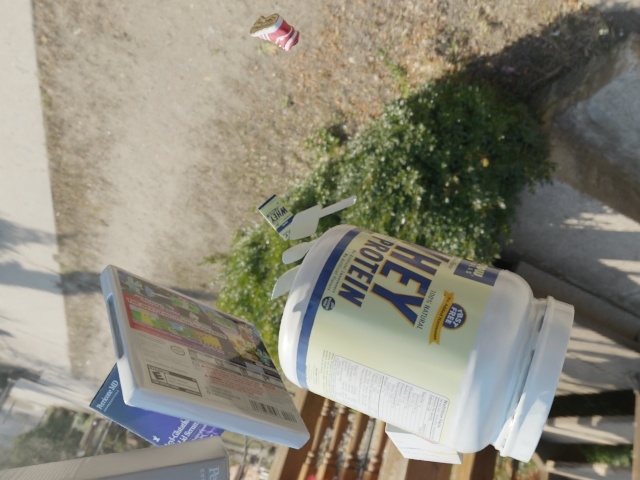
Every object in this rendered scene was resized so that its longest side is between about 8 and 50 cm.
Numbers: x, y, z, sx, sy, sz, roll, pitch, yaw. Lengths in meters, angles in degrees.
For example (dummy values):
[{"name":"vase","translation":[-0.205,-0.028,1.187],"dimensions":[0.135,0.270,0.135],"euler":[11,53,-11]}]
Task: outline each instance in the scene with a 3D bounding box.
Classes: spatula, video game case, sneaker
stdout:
[{"name":"spatula","translation":[0.000,0.000,1.038],"dimensions":[0.019,0.242,0.168],"euler":[24,116,25]},{"name":"video game case","translation":[-0.118,0.116,0.574],"dimensions":[0.201,0.023,0.183],"euler":[31,-167,-38]},{"name":"sneaker","translation":[-0.081,-0.374,1.036],"dimensions":[0.067,0.042,0.118],"euler":[29,179,-33]}]

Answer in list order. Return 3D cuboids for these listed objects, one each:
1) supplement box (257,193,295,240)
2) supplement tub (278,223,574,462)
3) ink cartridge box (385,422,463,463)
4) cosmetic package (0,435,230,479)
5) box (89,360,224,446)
[{"name":"supplement box","translation":[-0.097,-0.054,1.392],"dimensions":[0.083,0.056,0.083],"euler":[49,179,20]},{"name":"supplement tub","translation":[0.135,0.129,0.751],"dimensions":[0.324,0.235,0.235],"euler":[17,156,20]},{"name":"ink cartridge box","translation":[0.200,0.358,1.053],"dimensions":[0.115,0.067,0.198],"euler":[-1,146,22]},{"name":"cosmetic package","translation":[-0.198,0.267,0.522],"dimensions":[0.237,0.127,0.107],"euler":[-6,174,-13]},{"name":"box","translation":[-0.240,0.243,0.939],"dimensions":[0.207,0.108,0.153],"euler":[32,112,-8]}]
